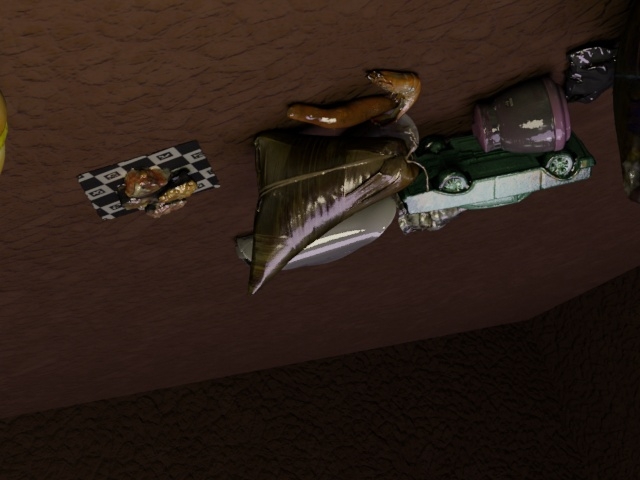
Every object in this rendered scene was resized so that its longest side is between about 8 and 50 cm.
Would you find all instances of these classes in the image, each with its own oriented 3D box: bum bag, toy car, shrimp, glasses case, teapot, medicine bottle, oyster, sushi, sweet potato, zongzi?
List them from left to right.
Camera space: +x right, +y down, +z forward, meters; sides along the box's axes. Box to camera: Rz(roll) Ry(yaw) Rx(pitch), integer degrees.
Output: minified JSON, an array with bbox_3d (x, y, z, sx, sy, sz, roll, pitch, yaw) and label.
[{"bbox_3d":[-0.244,-0.068,1.539,0.193,0.040,0.210,-17,164,-3],"label":"sushi"},{"bbox_3d":[0.000,0.000,1.969,0.308,0.083,0.128,-18,164,-1],"label":"glasses case"},{"bbox_3d":[0.020,-0.032,1.465,0.248,0.240,0.111,3,173,24],"label":"zongzi"},{"bbox_3d":[0.030,-0.177,1.472,0.179,0.044,0.044,-11,163,-26],"label":"sweet potato"},{"bbox_3d":[0.080,-0.137,1.594,0.079,0.079,0.140,-6,160,-37],"label":"medicine bottle"},{"bbox_3d":[0.091,-0.200,1.452,0.127,0.025,0.091,15,118,-52],"label":"shrimp"},{"bbox_3d":[0.244,-0.094,1.876,0.199,0.112,0.267,-12,160,-23],"label":"oyster"},{"bbox_3d":[0.274,-0.118,1.717,0.321,0.141,0.097,-11,127,-6],"label":"toy car"},{"bbox_3d":[0.307,-0.197,1.645,0.146,0.148,0.116,-11,130,5],"label":"teapot"},{"bbox_3d":[0.424,-0.256,1.633,0.087,0.049,0.197,-15,166,6],"label":"bum bag"},{"bbox_3d":[0.492,-0.306,1.390,0.208,0.432,0.403,0,-153,16],"label":"zongzi"}]

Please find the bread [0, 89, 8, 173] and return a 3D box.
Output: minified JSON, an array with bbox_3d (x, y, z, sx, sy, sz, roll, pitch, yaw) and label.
[{"bbox_3d":[-0.467,-0.085,1.009,0.333,0.160,0.333,-18,163,-6],"label":"bread"}]
